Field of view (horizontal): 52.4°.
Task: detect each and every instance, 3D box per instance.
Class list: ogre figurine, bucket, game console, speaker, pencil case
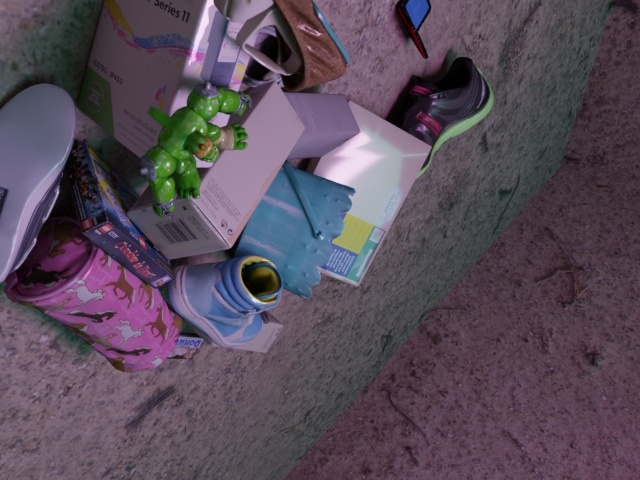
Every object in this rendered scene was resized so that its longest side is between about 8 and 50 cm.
[{"bbox_3d":[-0.168,-0.125,0.841,0.197,0.097,0.118,-36,165,3],"label":"ogre figurine"},{"bbox_3d":[-0.060,-0.028,1.394,0.281,0.183,0.281,-156,-90,-85],"label":"bucket"},{"bbox_3d":[0.241,-0.525,1.539,0.085,0.124,0.144,-31,157,12],"label":"game console"},{"bbox_3d":[-0.177,0.054,1.550,0.055,0.055,0.136,-47,153,-16],"label":"speaker"},{"bbox_3d":[-0.384,0.111,1.147,0.386,0.167,0.160,67,43,-59],"label":"pencil case"}]

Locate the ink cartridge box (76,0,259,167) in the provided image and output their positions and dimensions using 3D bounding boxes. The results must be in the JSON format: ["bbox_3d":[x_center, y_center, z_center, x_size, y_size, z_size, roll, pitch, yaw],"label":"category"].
[{"bbox_3d":[-0.199,-0.302,0.906,0.119,0.207,0.353,-7,126,-53],"label":"ink cartridge box"}]

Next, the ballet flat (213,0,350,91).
[{"bbox_3d":[-0.061,-0.295,0.817,0.124,0.116,0.342,-35,155,1],"label":"ballet flat"}]

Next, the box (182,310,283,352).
[{"bbox_3d":[-0.209,0.205,1.612,0.094,0.113,0.275,-56,156,2],"label":"box"}]

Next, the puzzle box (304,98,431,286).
[{"bbox_3d":[0.072,-0.108,1.600,0.272,0.052,0.409,23,98,-31],"label":"puzzle box"}]

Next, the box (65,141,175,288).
[{"bbox_3d":[-0.326,-0.034,1.067,0.044,0.159,0.233,-25,152,2],"label":"box"}]

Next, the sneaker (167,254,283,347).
[{"bbox_3d":[-0.146,0.131,1.335,0.319,0.208,0.127,46,36,-59],"label":"sneaker"}]

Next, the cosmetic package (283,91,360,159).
[{"bbox_3d":[-0.039,-0.233,1.336,0.127,0.107,0.238,-27,176,34],"label":"cosmetic package"}]

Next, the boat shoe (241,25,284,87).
[{"bbox_3d":[-0.113,-0.326,1.144,0.118,0.103,0.320,-60,154,11],"label":"boat shoe"}]

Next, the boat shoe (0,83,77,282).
[{"bbox_3d":[-0.425,-0.076,0.929,0.102,0.108,0.301,-139,-111,-84],"label":"boat shoe"}]

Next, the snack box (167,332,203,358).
[{"bbox_3d":[-0.346,0.247,1.529,0.064,0.022,0.178,-58,154,4],"label":"snack box"}]

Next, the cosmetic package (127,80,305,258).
[{"bbox_3d":[-0.166,-0.122,1.093,0.113,0.160,0.309,55,45,-30],"label":"cosmetic package"}]

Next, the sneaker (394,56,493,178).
[{"bbox_3d":[0.263,-0.326,1.762,0.483,0.185,0.202,-43,126,-19],"label":"sneaker"}]
